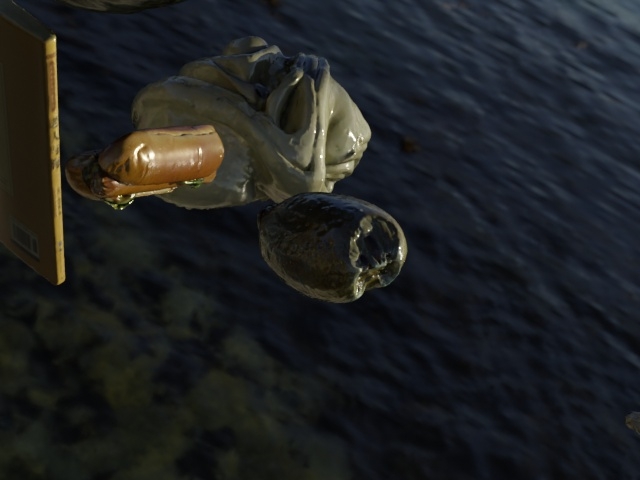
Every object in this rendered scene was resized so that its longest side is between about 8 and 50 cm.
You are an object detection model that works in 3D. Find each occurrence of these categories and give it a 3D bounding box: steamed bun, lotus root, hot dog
[{"bbox_3d":[-0.104,-0.177,1.832,0.352,0.247,0.339,6,12,6],"label":"steamed bun"},{"bbox_3d":[0.000,0.000,1.188,0.113,0.088,0.192,-28,30,-26],"label":"lotus root"},{"bbox_3d":[-0.171,-0.076,1.274,0.249,0.100,0.068,-22,92,-68],"label":"hot dog"}]

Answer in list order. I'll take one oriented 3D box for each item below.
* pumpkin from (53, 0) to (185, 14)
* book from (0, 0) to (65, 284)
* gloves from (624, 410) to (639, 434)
[{"bbox_3d":[-0.206,-0.467,1.322,0.344,0.454,0.454,24,18,-50],"label":"pumpkin"},{"bbox_3d":[-0.411,-0.151,1.540,0.269,0.389,0.032,37,49,26],"label":"book"},{"bbox_3d":[0.465,0.259,1.755,0.044,0.037,0.081,-23,12,-30],"label":"gloves"}]
